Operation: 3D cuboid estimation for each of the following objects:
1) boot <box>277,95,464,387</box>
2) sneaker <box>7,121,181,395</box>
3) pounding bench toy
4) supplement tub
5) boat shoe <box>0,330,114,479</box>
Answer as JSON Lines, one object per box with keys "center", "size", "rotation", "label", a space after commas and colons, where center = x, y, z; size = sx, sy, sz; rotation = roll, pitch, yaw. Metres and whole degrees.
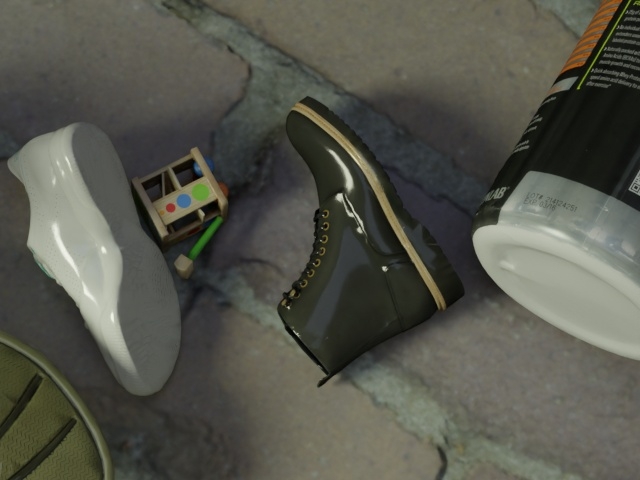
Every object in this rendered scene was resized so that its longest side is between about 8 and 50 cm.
{"center": [0.000, 0.000, 1.309], "size": [0.137, 0.077, 0.198], "rotation": [-36, 79, -8], "label": "boot"}
{"center": [-0.177, 0.020, 1.292], "size": [0.094, 0.080, 0.212], "rotation": [-16, 94, 31], "label": "sneaker"}
{"center": [-0.099, -0.019, 1.314], "size": [0.065, 0.052, 0.083], "rotation": [-27, 78, -12], "label": "pounding bench toy"}
{"center": [0.267, -0.083, 1.289], "size": [0.194, 0.193, 0.316], "rotation": [31, 75, 4], "label": "supplement tub"}
{"center": [-0.280, 0.114, 1.235], "size": [0.302, 0.103, 0.113], "rotation": [34, 62, 6], "label": "boat shoe"}
